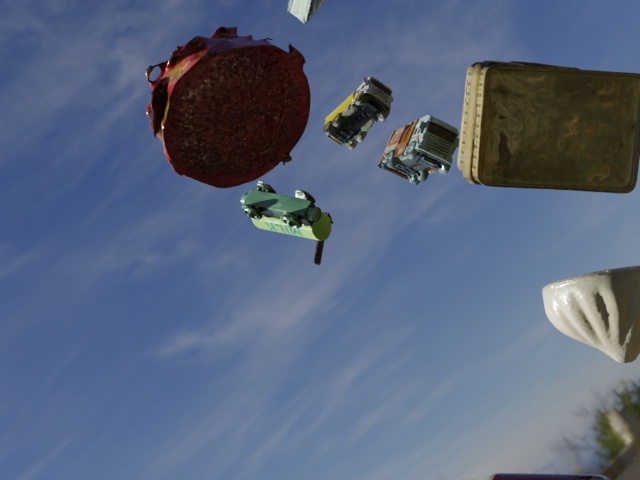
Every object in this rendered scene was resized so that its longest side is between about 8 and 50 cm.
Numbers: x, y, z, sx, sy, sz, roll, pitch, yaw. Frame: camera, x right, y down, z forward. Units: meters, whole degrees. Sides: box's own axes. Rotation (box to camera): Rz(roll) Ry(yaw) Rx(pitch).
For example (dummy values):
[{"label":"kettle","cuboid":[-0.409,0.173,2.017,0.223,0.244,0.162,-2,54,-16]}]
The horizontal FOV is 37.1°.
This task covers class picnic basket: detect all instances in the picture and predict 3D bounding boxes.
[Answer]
[{"label":"picnic basket","cuboid":[0.413,-0.212,1.762,0.175,0.313,0.228,-116,29,-78]}]

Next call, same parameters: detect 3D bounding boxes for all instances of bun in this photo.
[{"label":"bun","cuboid":[0.568,0.150,1.839,0.263,0.175,0.263,-7,-13,-2]}]

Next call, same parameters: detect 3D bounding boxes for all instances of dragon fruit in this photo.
[{"label":"dragon fruit","cuboid":[-0.220,-0.325,2.183,0.386,0.249,0.371,-43,-44,2]}]

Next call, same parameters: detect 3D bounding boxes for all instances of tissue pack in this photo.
[{"label":"tissue pack","cuboid":[0.021,-0.695,2.412,0.257,0.081,0.185,-52,-4,-17]}]

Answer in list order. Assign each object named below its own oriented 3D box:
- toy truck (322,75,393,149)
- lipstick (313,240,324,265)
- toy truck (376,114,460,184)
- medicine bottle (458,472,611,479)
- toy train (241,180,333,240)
[{"label":"toy truck","cuboid":[0.094,-0.335,2.500,0.227,0.098,0.114,-39,27,45]},{"label":"lipstick","cuboid":[0.001,0.000,2.649,0.027,0.027,0.176,114,168,-47]},{"label":"toy truck","cuboid":[0.294,-0.275,2.820,0.162,0.136,0.305,-70,16,-11]},{"label":"medicine bottle","cuboid":[0.336,0.433,1.500,0.250,0.131,0.131,-7,-2,28]},{"label":"toy train","cuboid":[-0.084,-0.064,2.439,0.157,0.253,0.105,50,-120,-45]}]
